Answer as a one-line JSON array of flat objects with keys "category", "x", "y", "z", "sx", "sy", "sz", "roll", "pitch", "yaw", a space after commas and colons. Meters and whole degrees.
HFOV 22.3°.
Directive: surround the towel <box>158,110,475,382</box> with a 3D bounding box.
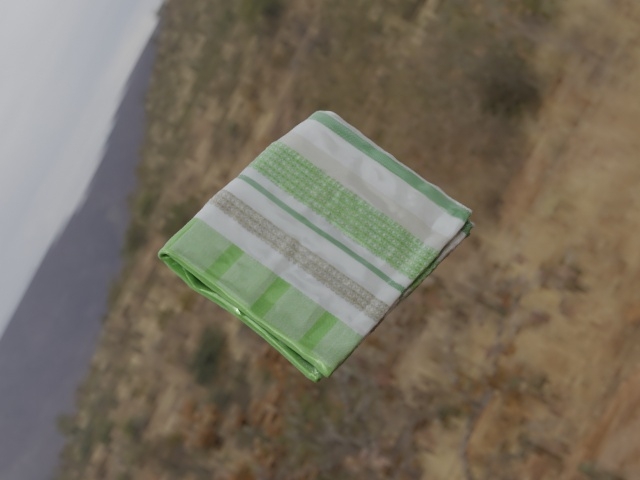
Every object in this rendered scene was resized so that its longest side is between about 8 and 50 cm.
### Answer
[{"category": "towel", "x": 0.000, "y": 0.000, "z": 0.860, "sx": 0.152, "sy": 0.113, "sz": 0.023, "roll": -44, "pitch": -16, "yaw": -40}]
